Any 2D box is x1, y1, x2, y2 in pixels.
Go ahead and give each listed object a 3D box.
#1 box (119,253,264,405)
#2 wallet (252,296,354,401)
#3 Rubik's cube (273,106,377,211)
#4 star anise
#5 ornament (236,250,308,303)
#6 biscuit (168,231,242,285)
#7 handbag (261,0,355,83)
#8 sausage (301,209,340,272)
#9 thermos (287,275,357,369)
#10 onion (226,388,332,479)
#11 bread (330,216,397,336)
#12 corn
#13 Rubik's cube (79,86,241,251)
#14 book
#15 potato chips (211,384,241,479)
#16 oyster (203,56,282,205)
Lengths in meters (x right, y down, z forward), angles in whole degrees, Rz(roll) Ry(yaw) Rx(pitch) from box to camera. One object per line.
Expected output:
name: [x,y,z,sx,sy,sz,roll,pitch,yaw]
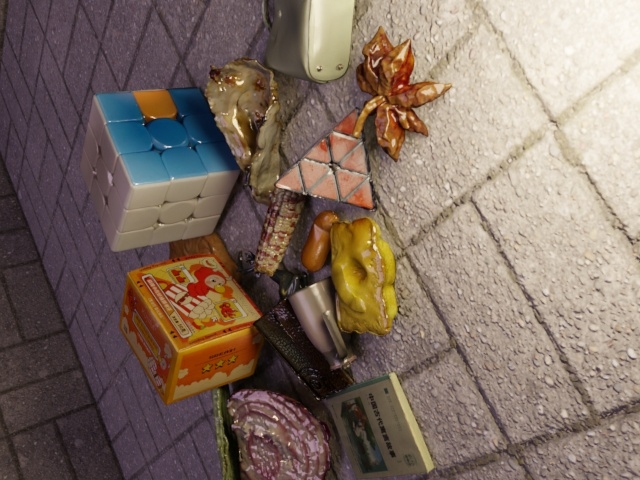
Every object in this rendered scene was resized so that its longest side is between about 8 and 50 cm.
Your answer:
box: [-0.319,0.209,1.671,0.283,0.259,0.214,46,131,33]
wallet: [-0.042,0.253,1.521,0.243,0.039,0.133,50,128,-3]
Rubik's cube: [0.027,-0.190,1.308,0.191,0.211,0.178,-65,23,21]
star anise: [0.120,-0.255,1.140,0.196,0.111,0.213,-26,75,47]
ornament: [-0.122,0.119,1.624,0.236,0.080,0.202,33,125,39]
biscuit: [-0.344,0.133,1.937,0.385,0.062,0.365,31,126,43]
handbag: [-0.062,-0.438,1.310,0.315,0.109,0.241,36,129,45]
sausage: [0.000,0.000,1.433,0.062,0.054,0.183,25,127,8]
thermos: [0.015,0.184,1.428,0.137,0.105,0.193,140,107,-79]
onion: [-0.080,0.511,1.677,0.279,0.146,0.315,0,97,25]
bread: [0.088,0.068,1.316,0.160,0.088,0.233,-3,98,49]
corn: [-0.092,-0.027,1.491,0.079,0.079,0.237,35,114,41]
Rubik's cube: [-0.418,-0.184,1.709,0.292,0.290,0.291,60,143,23]
book: [0.118,0.411,1.457,0.282,0.025,0.215,-39,70,54]
potato chips: [-0.248,0.513,1.826,0.358,0.070,0.430,86,171,-75]
oyster: [-0.144,-0.232,1.470,0.197,0.133,0.337,17,120,49]
